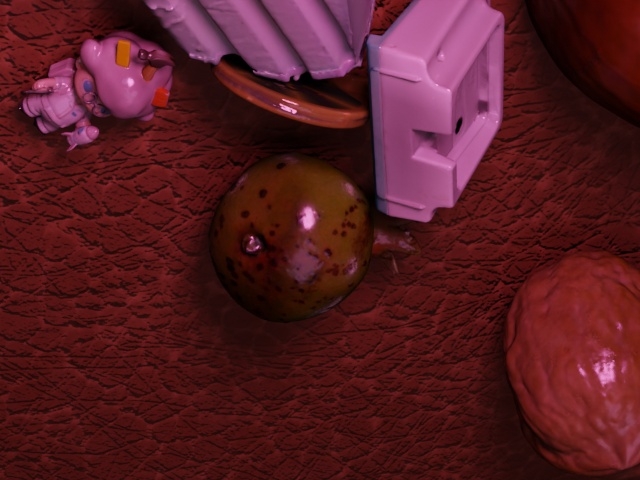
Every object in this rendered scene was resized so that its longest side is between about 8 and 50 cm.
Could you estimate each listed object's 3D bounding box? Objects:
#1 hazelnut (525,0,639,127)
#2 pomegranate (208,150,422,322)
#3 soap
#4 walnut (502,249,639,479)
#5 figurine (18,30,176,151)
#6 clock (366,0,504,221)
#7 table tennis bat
[{"bbox_3d":[0.435,-0.312,1.700,0.402,0.402,0.429,7,136,-18],"label":"hazelnut"},{"bbox_3d":[-0.012,0.012,2.010,0.231,0.231,0.286,-40,139,22],"label":"pomegranate"},{"bbox_3d":[-0.094,-0.350,1.625,0.261,0.156,0.446,-6,149,24],"label":"soap"},{"bbox_3d":[0.412,0.189,2.162,0.306,0.344,0.306,-1,137,-1],"label":"walnut"},{"bbox_3d":[-0.263,-0.190,1.842,0.229,0.112,0.137,-20,126,23],"label":"figurine"},{"bbox_3d":[0.157,-0.182,1.848,0.116,0.231,0.262,19,137,23],"label":"clock"},{"bbox_3d":[0.006,-0.185,1.865,0.321,0.198,0.050,1,118,-41],"label":"table tennis bat"}]
